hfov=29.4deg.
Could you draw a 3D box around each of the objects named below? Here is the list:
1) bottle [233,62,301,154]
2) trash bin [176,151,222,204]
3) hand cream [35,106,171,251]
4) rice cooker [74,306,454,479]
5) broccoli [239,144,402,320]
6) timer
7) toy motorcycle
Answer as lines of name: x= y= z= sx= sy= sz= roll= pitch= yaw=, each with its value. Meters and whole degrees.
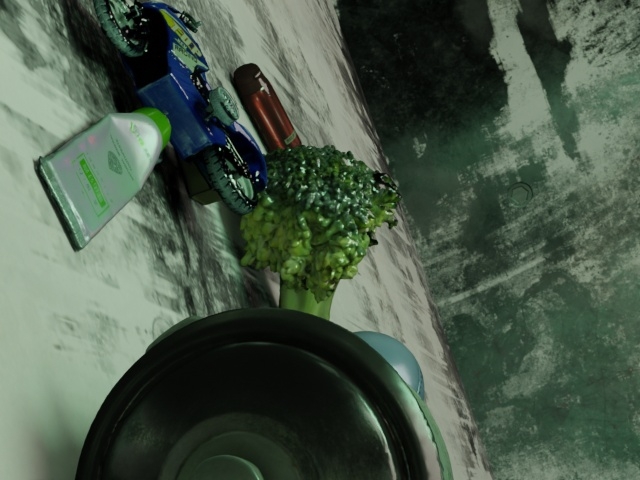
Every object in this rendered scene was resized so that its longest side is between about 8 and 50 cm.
bottle: x=-0.088 y=-0.209 z=1.961 sx=0.060 sy=0.060 sz=0.164 roll=-96 pitch=162 yaw=-55
trash bin: x=-0.144 y=-0.095 z=1.483 sx=0.061 sy=0.043 sz=0.092 roll=36 pitch=36 yaw=-72
hand cream: x=-0.203 y=-0.074 z=1.164 sx=0.079 sy=0.050 sz=0.275 roll=40 pitch=20 yaw=-6
rice cooker: x=-0.029 y=0.194 z=0.904 sx=0.317 sy=0.264 sz=0.316 roll=56 pitch=4 yaw=-6
broccoli: x=0.000 y=0.000 z=1.618 sx=0.263 sy=0.247 sz=0.243 roll=28 pitch=-64 yaw=46
timer: x=0.033 y=0.192 z=1.594 sx=0.255 sy=0.175 sz=0.175 roll=15 pitch=52 yaw=-54
toy motorcycle: x=-0.153 y=-0.165 z=1.370 sx=0.315 sy=0.113 sz=0.169 roll=56 pitch=16 yaw=-26
